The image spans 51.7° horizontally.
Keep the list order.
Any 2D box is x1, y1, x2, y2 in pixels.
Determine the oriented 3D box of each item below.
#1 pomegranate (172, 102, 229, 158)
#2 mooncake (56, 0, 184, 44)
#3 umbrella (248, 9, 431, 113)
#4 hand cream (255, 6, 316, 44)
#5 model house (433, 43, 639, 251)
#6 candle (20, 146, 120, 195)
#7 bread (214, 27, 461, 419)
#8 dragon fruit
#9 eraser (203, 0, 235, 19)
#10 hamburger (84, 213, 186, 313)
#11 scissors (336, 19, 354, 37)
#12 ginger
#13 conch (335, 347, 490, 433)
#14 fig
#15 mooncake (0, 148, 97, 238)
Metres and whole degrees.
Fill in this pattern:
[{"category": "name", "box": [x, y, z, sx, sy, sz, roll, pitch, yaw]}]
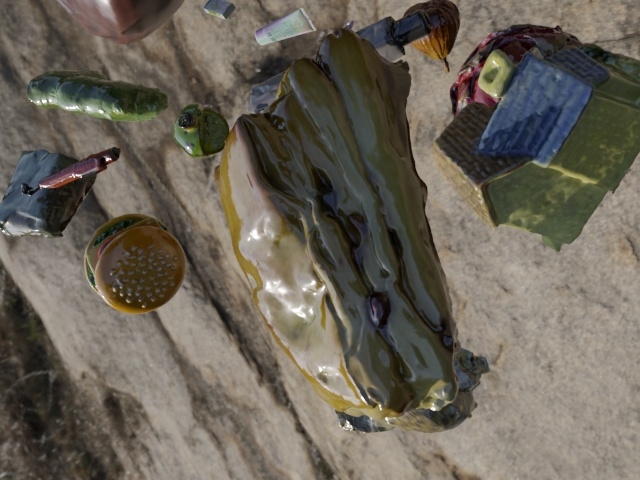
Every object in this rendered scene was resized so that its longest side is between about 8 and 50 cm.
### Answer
[{"category": "pomegranate", "box": [-0.328, -0.285, 1.719, 0.122, 0.169, 0.143, -7, 86, 33]}, {"category": "mooncake", "box": [-0.322, -0.425, 0.879, 0.334, 0.174, 0.326, 43, 167, -25]}, {"category": "umbrella", "box": [0.025, -0.285, 1.090, 0.337, 0.073, 0.067, -21, 76, 28]}, {"category": "hand cream", "box": [-0.100, -0.591, 1.842, 0.174, 0.047, 0.076, -9, 136, 34]}, {"category": "model house", "box": [0.332, -0.183, 1.076, 0.321, 0.266, 0.261, -66, 32, 28]}, {"category": "candle", "box": [-0.321, -0.082, 0.833, 0.168, 0.021, 0.026, -16, 69, 25]}, {"category": "bread", "box": [0.000, 0.000, 0.694, 0.314, 0.192, 0.369, 134, 125, -77]}, {"category": "dragon fruit", "box": [0.429, -0.300, 1.390, 0.329, 0.329, 0.329, 20, 122, 36]}, {"category": "eraser", "box": [-0.230, -0.528, 1.501, 0.083, 0.038, 0.019, 33, 174, 42]}, {"category": "hamburger", "box": [-0.296, 0.036, 1.062, 0.115, 0.162, 0.161, 27, 127, 52]}, {"category": "scissors", "box": [0.063, -0.615, 2.086, 0.021, 0.212, 0.110, 29, 134, -19]}, {"category": "ginger", "box": [-0.431, -0.283, 1.276, 0.290, 0.137, 0.089, 13, 100, 27]}, {"category": "conch", "box": [0.153, 0.249, 1.183, 0.159, 0.292, 0.210, 61, -169, -63]}, {"category": "fig", "box": [0.244, -0.430, 1.356, 0.119, 0.153, 0.119, -25, 53, 39]}, {"category": "mooncake", "box": [-0.385, -0.058, 0.926, 0.130, 0.073, 0.125, 7, 69, 36]}]
